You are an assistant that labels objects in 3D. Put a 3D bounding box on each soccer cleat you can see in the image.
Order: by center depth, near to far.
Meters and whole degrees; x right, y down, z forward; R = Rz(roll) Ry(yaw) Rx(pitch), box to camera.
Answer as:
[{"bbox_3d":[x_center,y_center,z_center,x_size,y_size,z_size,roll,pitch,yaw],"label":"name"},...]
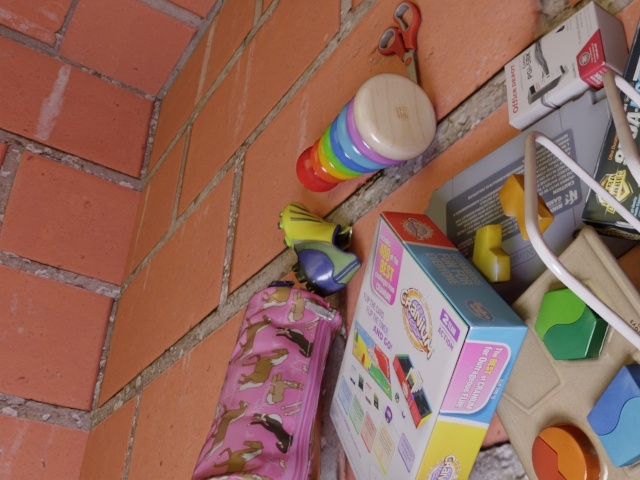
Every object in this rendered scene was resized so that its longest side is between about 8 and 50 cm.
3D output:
[{"bbox_3d":[0.001,0.001,1.184,0.121,0.093,0.289,-32,29,4],"label":"soccer cleat"}]

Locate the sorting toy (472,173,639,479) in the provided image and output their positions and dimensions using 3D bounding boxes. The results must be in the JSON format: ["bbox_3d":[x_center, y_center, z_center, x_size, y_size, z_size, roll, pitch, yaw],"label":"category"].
[{"bbox_3d":[0.208,0.098,0.619,0.229,0.041,0.307,115,144,-43],"label":"sorting toy"}]

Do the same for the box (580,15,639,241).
[{"bbox_3d":[0.342,-0.099,0.567,0.175,0.051,0.220,13,83,43],"label":"box"}]

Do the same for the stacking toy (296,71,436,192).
[{"bbox_3d":[0.052,-0.155,1.142,0.330,0.141,0.141,-29,47,61],"label":"stacking toy"}]

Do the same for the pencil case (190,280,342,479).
[{"bbox_3d":[-0.068,0.231,0.939,0.386,0.160,0.167,-76,-2,-51],"label":"pencil case"}]

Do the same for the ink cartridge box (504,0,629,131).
[{"bbox_3d":[0.288,-0.197,0.789,0.135,0.056,0.099,-34,44,48],"label":"ink cartridge box"}]

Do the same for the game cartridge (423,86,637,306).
[{"bbox_3d":[0.233,-0.026,0.778,0.297,0.062,0.198,-34,47,49],"label":"game cartridge"}]

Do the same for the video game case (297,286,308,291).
[{"bbox_3d":[-0.082,0.229,1.216,0.206,0.026,0.226,-44,37,41],"label":"video game case"}]

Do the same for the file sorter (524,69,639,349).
[{"bbox_3d":[0.279,-0.062,0.379,0.278,0.173,0.192,-42,13,34],"label":"file sorter"}]

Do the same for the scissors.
[{"bbox_3d":[0.159,-0.330,1.164,0.109,0.021,0.297,-52,30,27],"label":"scissors"}]

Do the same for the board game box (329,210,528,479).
[{"bbox_3d":[0.102,0.160,0.771,0.242,0.064,0.316,-119,36,-56],"label":"board game box"}]
